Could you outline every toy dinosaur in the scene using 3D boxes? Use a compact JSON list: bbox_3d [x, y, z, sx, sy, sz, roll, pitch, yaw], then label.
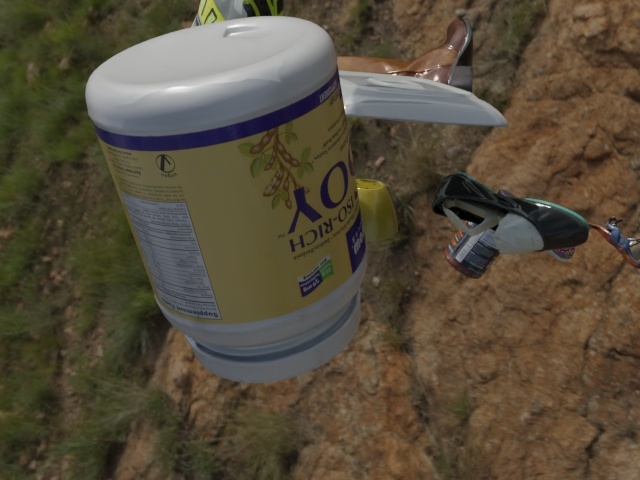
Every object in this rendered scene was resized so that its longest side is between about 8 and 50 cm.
[{"bbox_3d":[0.459,0.006,1.058,0.090,0.047,0.082,-14,72,34],"label":"toy dinosaur"}]

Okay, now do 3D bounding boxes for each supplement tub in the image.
[{"bbox_3d":[-0.080,-0.041,0.730,0.241,0.331,0.241,-9,31,5],"label":"supplement tub"},{"bbox_3d":[0.370,-0.017,1.543,0.197,0.106,0.106,-56,50,22],"label":"supplement tub"}]

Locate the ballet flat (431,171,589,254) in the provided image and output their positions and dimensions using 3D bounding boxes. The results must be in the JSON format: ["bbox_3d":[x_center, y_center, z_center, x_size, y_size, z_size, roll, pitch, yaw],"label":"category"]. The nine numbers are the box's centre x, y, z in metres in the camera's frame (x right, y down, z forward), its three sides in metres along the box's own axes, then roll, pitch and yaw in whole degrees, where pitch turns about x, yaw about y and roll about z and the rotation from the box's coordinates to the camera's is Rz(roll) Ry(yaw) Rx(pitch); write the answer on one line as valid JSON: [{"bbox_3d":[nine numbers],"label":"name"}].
[{"bbox_3d":[0.298,-0.030,1.146,0.096,0.095,0.280,-44,42,-17],"label":"ballet flat"}]

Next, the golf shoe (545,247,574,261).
[{"bbox_3d":[0.515,-0.004,1.596,0.068,0.085,0.186,-15,40,-16],"label":"golf shoe"}]

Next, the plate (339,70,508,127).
[{"bbox_3d":[0.118,-0.235,1.116,0.278,0.278,0.045,-132,45,-63],"label":"plate"}]

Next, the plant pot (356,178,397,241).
[{"bbox_3d":[0.088,-0.067,1.366,0.134,0.134,0.095,21,120,39],"label":"plant pot"}]

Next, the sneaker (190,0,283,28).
[{"bbox_3d":[-0.158,-0.300,1.209,0.147,0.145,0.384,1,79,28],"label":"sneaker"}]

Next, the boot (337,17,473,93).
[{"bbox_3d":[0.165,-0.352,1.403,0.281,0.096,0.264,1,58,12],"label":"boot"}]

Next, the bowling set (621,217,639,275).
[{"bbox_3d":[0.767,-0.057,1.504,0.154,0.200,0.287,39,108,8],"label":"bowling set"}]
